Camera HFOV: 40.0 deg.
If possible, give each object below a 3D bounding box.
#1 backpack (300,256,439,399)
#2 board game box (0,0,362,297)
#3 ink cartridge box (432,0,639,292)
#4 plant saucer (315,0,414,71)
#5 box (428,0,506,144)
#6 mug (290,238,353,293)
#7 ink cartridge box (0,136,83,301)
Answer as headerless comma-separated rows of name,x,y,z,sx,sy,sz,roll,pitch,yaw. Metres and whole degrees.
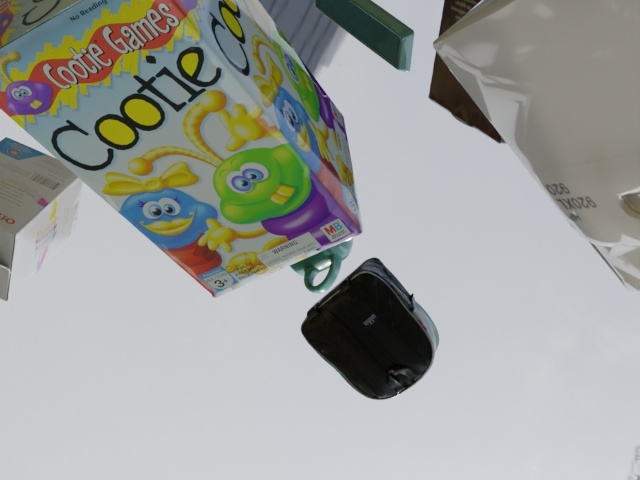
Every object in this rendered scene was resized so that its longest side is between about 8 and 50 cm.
backpack,0.114,0.188,1.803,0.225,0.191,0.253,-42,-92,18
board game box,-0.098,-0.105,0.645,0.142,0.275,0.144,-24,-133,18
ink cartridge box,0.205,-0.108,0.374,0.233,0.168,0.171,-43,-171,-13
plant saucer,0.054,-0.296,1.178,0.192,0.018,0.067,43,-29,30
box,0.277,-0.343,1.197,0.191,0.143,0.381,47,-44,51
mug,0.001,-0.006,1.436,0.097,0.129,0.157,-25,-86,23
ink cartridge box,-0.311,-0.019,0.858,0.143,0.092,0.090,-60,172,-53
